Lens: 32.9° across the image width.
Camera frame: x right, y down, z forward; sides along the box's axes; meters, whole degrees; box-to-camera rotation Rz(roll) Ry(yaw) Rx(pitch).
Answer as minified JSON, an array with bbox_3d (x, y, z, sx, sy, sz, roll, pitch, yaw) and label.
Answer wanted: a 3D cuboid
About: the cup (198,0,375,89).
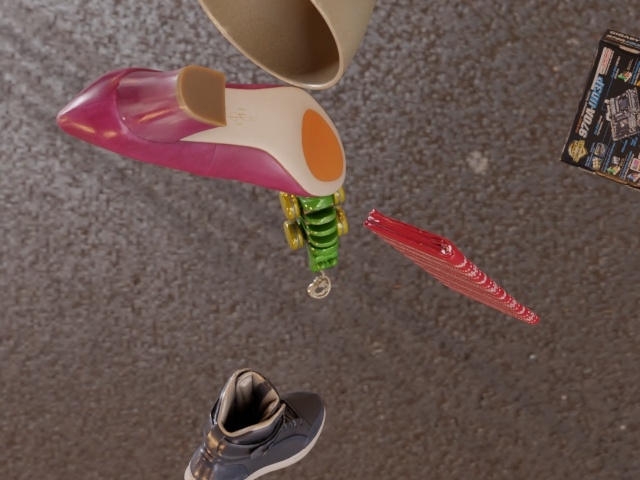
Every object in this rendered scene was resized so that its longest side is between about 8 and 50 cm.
[{"bbox_3d":[-0.028,-0.457,1.840,0.331,0.331,0.237,25,67,35],"label":"cup"}]

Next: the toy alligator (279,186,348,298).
[{"bbox_3d":[0.000,0.000,1.024,0.051,0.056,0.190,-119,16,-46],"label":"toy alligator"}]

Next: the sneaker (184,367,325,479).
[{"bbox_3d":[-0.057,0.213,1.338,0.086,0.226,0.163,40,132,22],"label":"sneaker"}]

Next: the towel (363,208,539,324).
[{"bbox_3d":[0.209,0.043,1.703,0.199,0.275,0.031,25,83,47],"label":"towel"}]

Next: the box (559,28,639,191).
[{"bbox_3d":[0.483,-0.191,1.660,0.175,0.051,0.220,22,126,17],"label":"box"}]

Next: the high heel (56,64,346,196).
[{"bbox_3d":[-0.078,-0.074,0.820,0.117,0.244,0.082,-7,82,31],"label":"high heel"}]
